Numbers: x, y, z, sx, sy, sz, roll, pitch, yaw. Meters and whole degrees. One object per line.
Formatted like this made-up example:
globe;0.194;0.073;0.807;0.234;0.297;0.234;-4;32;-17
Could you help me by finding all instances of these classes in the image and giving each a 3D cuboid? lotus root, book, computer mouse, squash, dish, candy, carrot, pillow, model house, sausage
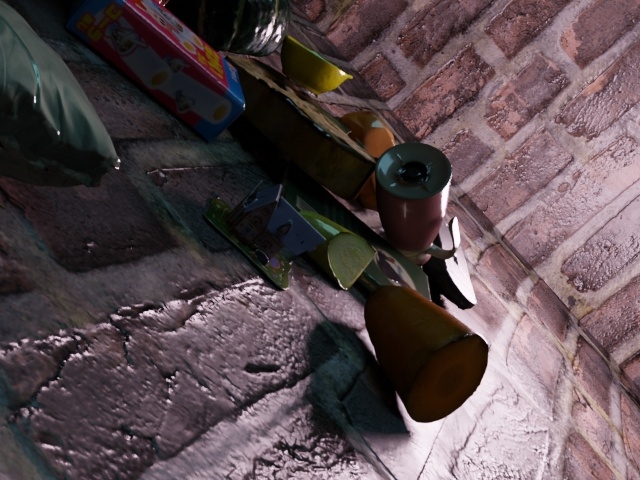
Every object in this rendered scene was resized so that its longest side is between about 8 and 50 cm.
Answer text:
lotus root;-0.054;-0.232;1.857;0.375;0.111;0.390;36;12;-32
book;0.067;0.013;1.763;0.371;0.043;0.260;41;17;-13
computer mouse;0.260;0.050;2.093;0.137;0.086;0.269;43;24;-34
squash;0.001;0.001;1.568;0.200;0.090;0.075;35;8;-20
squash;-0.187;-0.452;1.888;0.252;0.165;0.252;7;7;-1
dish;-0.021;-0.354;1.992;0.149;0.080;0.208;42;12;37
candy;-0.267;-0.312;1.573;0.306;0.100;0.157;37;17;-29
carrot;0.137;0.147;1.465;0.159;0.159;0.225;30;13;-47
pillow;-0.372;-0.187;0.942;0.283;0.138;0.310;47;12;33
model house;-0.074;-0.022;1.395;0.167;0.088;0.117;45;15;-10
sausage;0.111;-0.168;2.078;0.136;0.120;0.241;20;-47;65

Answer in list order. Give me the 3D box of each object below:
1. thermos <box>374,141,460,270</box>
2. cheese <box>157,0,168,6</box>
thermos;0.194;-0.049;1.899;0.176;0.146;0.265;22;-33;22
cheese;-0.313;-0.455;1.671;0.128;0.203;0.177;40;31;-30
